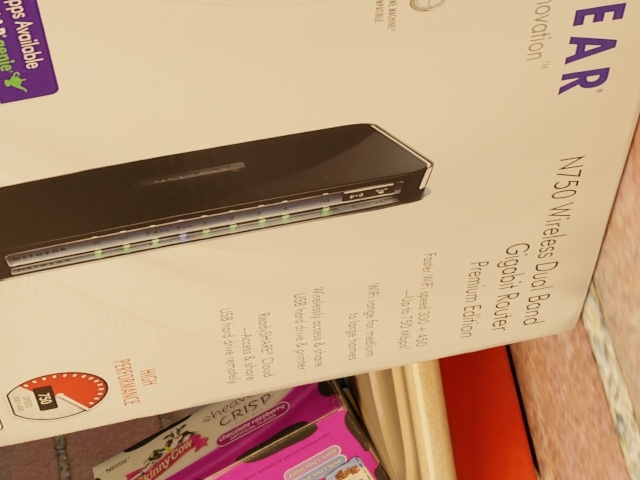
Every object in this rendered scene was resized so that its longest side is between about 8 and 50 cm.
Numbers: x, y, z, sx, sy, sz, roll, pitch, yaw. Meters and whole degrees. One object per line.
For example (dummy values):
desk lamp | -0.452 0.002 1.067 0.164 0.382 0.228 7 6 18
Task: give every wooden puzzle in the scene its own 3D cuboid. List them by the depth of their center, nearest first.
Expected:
wooden puzzle | 0.040 -0.014 0.986 0.322 0.080 0.348 -117 12 -73

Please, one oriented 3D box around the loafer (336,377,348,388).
loafer | 0.000 0.000 1.393 0.078 0.076 0.223 71 -171 -68

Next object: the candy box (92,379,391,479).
candy box | -0.015 0.197 1.163 0.233 0.159 0.071 61 -178 -34

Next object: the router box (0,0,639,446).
router box | -0.050 -0.044 0.611 0.335 0.301 0.082 88 170 -64

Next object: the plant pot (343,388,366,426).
plant pot | -0.004 0.227 1.393 0.188 0.205 0.205 64 176 -4
